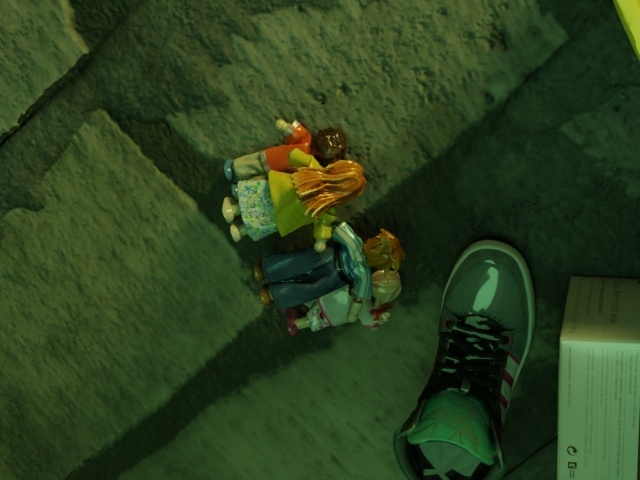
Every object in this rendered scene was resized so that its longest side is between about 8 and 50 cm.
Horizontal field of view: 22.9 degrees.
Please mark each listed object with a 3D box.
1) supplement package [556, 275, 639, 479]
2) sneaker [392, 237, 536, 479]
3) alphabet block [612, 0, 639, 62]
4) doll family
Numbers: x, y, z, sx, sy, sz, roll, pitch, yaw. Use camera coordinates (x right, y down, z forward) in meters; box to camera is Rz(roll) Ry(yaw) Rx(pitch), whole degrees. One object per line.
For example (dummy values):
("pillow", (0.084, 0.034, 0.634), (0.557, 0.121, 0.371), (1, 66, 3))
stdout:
("supplement package", (0.396, 0.150, 1.625), (0.293, 0.177, 0.175), (2, 110, 12))
("sneaker", (0.152, 0.158, 1.683), (0.124, 0.178, 0.295), (11, 112, 9))
("alphabet block", (0.355, -0.280, 1.446), (0.193, 0.197, 0.192), (-25, 93, 20))
("doll family", (0.000, 0.000, 1.691), (0.163, 0.118, 0.263), (-17, 105, 18))
